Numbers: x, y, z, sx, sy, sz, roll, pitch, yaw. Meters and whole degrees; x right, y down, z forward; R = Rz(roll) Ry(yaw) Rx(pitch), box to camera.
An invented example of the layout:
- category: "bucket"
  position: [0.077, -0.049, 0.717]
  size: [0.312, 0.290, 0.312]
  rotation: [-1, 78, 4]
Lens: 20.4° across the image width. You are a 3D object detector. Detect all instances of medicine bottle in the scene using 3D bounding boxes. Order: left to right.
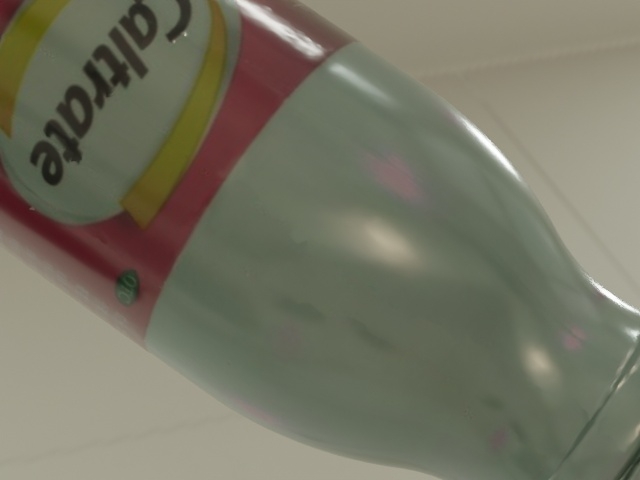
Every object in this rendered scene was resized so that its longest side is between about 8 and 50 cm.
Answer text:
- category: "medicine bottle"
  position: [0.000, 0.000, 0.422]
  size: [0.216, 0.090, 0.090]
  rotation: [34, -68, 9]
